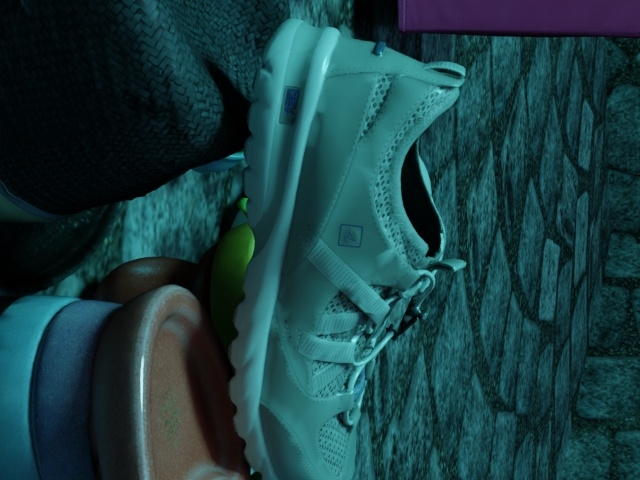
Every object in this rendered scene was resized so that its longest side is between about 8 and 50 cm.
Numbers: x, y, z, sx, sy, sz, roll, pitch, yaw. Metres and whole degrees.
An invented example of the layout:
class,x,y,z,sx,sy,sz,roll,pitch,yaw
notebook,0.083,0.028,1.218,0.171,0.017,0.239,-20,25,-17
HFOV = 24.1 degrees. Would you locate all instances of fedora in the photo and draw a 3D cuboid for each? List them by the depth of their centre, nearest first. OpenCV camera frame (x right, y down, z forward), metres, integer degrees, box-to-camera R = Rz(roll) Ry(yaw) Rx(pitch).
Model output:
class,x,y,z,sx,sy,sz,roll,pitch,yaw
fedora,-0.107,-0.116,0.795,0.334,0.152,0.334,4,90,-72

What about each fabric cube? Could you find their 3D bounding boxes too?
class,x,y,z,sx,sy,sz,roll,pitch,yaw
fabric cube,0.213,-0.337,1.502,0.254,0.258,0.259,-65,156,-77

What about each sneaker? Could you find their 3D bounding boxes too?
class,x,y,z,sx,sy,sz,roll,pitch,yaw
sneaker,0.017,0.027,0.799,0.105,0.115,0.281,-66,161,-60

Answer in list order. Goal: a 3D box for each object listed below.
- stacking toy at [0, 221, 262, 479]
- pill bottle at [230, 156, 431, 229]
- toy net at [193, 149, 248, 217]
class,x,y,z,sx,sy,sz,roll,pitch,yaw
stacking toy,-0.095,0.142,0.857,0.309,0.130,0.279,-28,111,-73
pill bottle,0.000,0.000,1.189,0.229,0.131,0.131,-54,144,-59
toy net,-0.025,-0.079,1.117,0.045,0.122,0.232,-60,168,27
